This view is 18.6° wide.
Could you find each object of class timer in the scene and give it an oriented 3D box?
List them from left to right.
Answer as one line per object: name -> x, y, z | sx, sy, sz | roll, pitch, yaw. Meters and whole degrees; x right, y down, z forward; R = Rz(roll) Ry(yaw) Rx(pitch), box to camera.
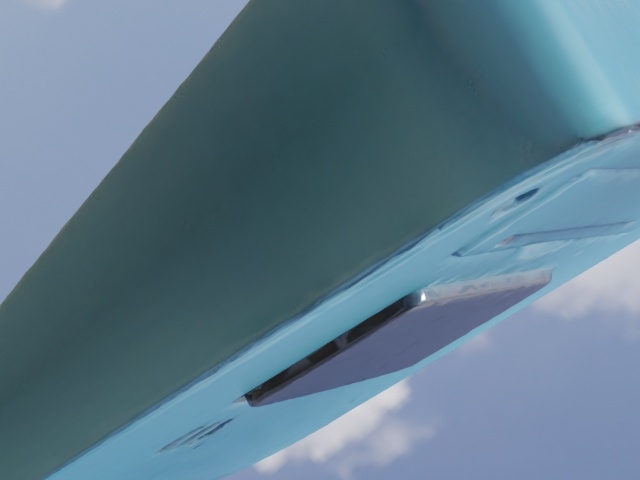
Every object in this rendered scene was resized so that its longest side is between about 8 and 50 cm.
timer -> 0.000, 0.000, 0.596 | 0.250, 0.091, 0.232 | -37, 168, 22
